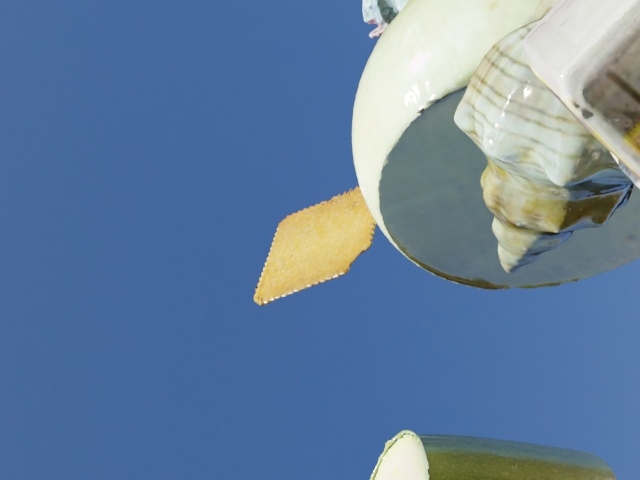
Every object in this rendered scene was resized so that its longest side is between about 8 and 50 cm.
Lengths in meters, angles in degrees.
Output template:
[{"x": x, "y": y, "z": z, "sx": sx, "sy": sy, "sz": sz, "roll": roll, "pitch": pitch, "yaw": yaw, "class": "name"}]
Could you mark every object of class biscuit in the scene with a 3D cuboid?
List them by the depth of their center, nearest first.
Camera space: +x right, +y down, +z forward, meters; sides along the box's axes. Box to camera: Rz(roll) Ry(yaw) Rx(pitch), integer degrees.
[{"x": 0.000, "y": 0.000, "z": 1.664, "sx": 0.013, "sy": 0.232, "sz": 0.237, "roll": 51, "pitch": -147, "yaw": -28, "class": "biscuit"}]

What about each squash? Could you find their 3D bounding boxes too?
[{"x": 0.294, "y": 0.470, "z": 1.713, "sx": 0.384, "sy": 0.263, "sz": 0.263, "roll": 11, "pitch": -104, "yaw": -16, "class": "squash"}]

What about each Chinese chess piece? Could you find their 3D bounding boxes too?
[{"x": 0.201, "y": -0.104, "z": 0.901, "sx": 0.349, "sy": 0.349, "sz": 0.146, "roll": 22, "pitch": -137, "yaw": -30, "class": "Chinese chess piece"}]

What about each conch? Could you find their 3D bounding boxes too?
[{"x": 0.207, "y": -0.133, "z": 0.645, "sx": 0.169, "sy": 0.386, "sz": 0.203, "roll": 23, "pitch": -152, "yaw": -20, "class": "conch"}]

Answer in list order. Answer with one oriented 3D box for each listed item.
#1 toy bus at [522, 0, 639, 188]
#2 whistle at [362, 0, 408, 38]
[{"x": 0.202, "y": -0.136, "z": 0.388, "sx": 0.106, "sy": 0.092, "sz": 0.268, "roll": 38, "pitch": -73, "yaw": -18, "class": "toy bus"}, {"x": 0.172, "y": -0.362, "z": 1.338, "sx": 0.134, "sy": 0.142, "sz": 0.346, "roll": 47, "pitch": -120, "yaw": -2, "class": "whistle"}]
